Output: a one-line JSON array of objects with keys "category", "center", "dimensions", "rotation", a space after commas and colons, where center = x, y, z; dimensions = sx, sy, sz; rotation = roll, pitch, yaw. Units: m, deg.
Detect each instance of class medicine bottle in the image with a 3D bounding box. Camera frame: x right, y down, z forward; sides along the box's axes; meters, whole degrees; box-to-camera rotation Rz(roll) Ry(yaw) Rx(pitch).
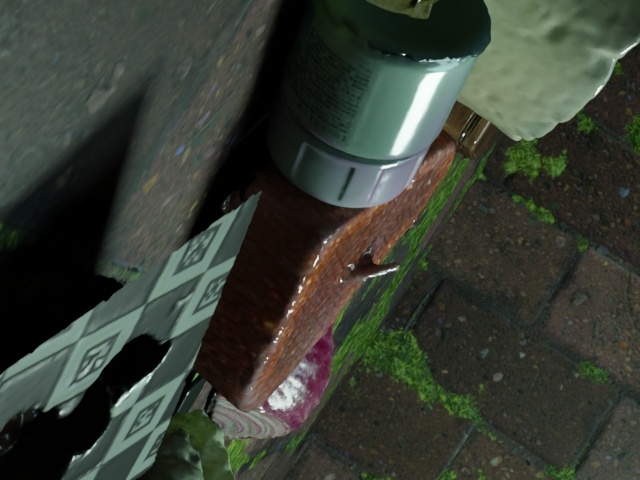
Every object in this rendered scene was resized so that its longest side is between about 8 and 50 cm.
[{"category": "medicine bottle", "center": [0.038, -0.121, 1.041], "dimensions": [0.135, 0.135, 0.168], "rotation": [-49, 168, -42]}]

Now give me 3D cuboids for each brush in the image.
[{"category": "brush", "center": [-0.172, 0.220, 1.484], "dimensions": [0.193, 0.016, 0.063], "rotation": [-61, 170, 21]}]

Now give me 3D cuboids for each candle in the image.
[{"category": "candle", "center": [0.000, 0.000, 1.197], "dimensions": [0.317, 0.131, 0.287], "rotation": [-52, 169, -7]}]

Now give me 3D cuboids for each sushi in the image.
[{"category": "sushi", "center": [-0.199, 0.123, 0.870], "dimensions": [0.320, 0.068, 0.339], "rotation": [-39, 162, -40]}]

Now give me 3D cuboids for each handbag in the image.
[{"category": "handbag", "center": [0.248, -0.204, 2.146], "dimensions": [0.151, 0.072, 0.193], "rotation": [-58, 170, 1]}]

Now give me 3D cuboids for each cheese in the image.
[{"category": "cheese", "center": [0.198, -0.263, 1.164], "dimensions": [0.332, 0.153, 0.292], "rotation": [-62, -171, -19]}]

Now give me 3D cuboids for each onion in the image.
[{"category": "onion", "center": [-0.033, 0.156, 1.744], "dimensions": [0.247, 0.111, 0.250], "rotation": [-53, 169, -16]}]

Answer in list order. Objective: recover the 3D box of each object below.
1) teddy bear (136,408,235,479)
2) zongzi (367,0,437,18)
[{"category": "teddy bear", "center": [-0.223, 0.300, 1.213], "dimensions": [0.362, 0.375, 0.327], "rotation": [17, 111, -38]}, {"category": "zongzi", "center": [0.101, -0.297, 0.771], "dimensions": [0.300, 0.145, 0.274], "rotation": [-62, 177, -14]}]
